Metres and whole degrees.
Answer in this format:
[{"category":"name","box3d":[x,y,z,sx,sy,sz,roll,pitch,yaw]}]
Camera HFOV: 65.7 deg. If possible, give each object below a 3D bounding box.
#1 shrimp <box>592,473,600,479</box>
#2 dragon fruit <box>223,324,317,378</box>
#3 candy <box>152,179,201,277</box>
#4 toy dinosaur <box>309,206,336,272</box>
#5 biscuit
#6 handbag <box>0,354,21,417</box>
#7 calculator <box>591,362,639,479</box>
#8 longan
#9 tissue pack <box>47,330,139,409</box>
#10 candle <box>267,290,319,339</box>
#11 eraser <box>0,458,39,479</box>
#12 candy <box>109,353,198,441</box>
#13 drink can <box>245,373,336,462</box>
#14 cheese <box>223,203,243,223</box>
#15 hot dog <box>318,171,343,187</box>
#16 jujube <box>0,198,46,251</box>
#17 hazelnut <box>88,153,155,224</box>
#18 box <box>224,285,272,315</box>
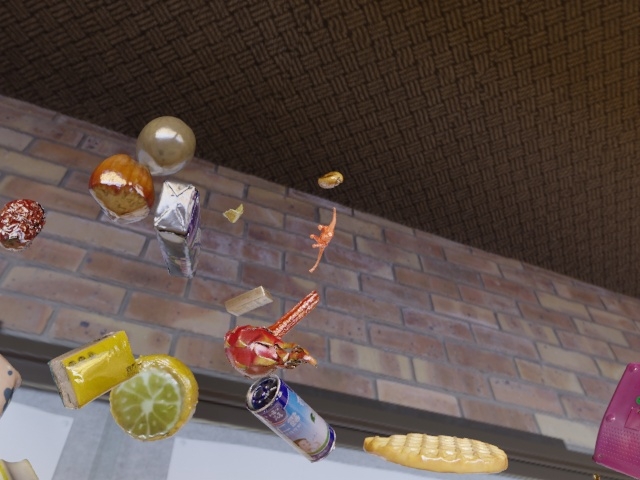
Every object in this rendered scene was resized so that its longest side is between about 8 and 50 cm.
[{"category":"shrimp","box3d":[0.468,0.564,0.939,0.145,0.267,0.061,28,175,19]},{"category":"dragon fruit","box3d":[-0.090,0.206,0.870,0.191,0.094,0.094,11,138,30]},{"category":"candy","box3d":[-0.245,-0.005,0.878,0.061,0.088,0.312,12,161,-8]},{"category":"toy dinosaur","box3d":[0.004,0.004,1.842,0.101,0.055,0.279,1,126,-51]},{"category":"biscuit","box3d":[0.263,0.446,1.042,0.309,0.040,0.204,8,169,-17]},{"category":"handbag","box3d":[-0.589,0.209,0.695,0.190,0.193,0.251,-32,113,-5]},{"category":"calculator","box3d":[0.512,0.280,0.786,0.034,0.190,0.127,35,163,-13]},{"category":"longan","box3d":[-0.602,-0.357,1.915,0.248,0.248,0.248,-1,131,-1]},{"category":"tissue pack","box3d":[-0.516,0.294,1.141,0.082,0.169,0.120,-13,97,32]},{"category":"candle","box3d":[-0.108,0.240,1.382,0.048,0.329,0.051,37,139,18]},{"category":"eraser","box3d":[-0.589,0.528,0.934,0.069,0.158,0.226,25,164,-37]},{"category":"candy","box3d":[-0.497,0.470,1.490,0.260,0.118,0.259,0,87,2]},{"category":"drink can","box3d":[-0.063,0.406,1.125,0.097,0.097,0.235,-27,120,19]},{"category":"cheese","box3d":[-0.290,-0.088,1.664,0.060,0.084,0.041,-41,81,22]},{"category":"hot dog","box3d":[0.037,-0.239,1.998,0.090,0.140,0.060,-32,111,-29]},{"category":"jujube","box3d":[-0.746,-0.038,1.222,0.104,0.166,0.104,-3,124,-5]},{"category":"hazelnut","box3d":[-0.588,-0.154,1.508,0.210,0.186,0.210,-27,133,-32]},{"category":"box","box3d":[-0.144,0.123,0.998,0.083,0.024,0.053,-22,157,7]}]
